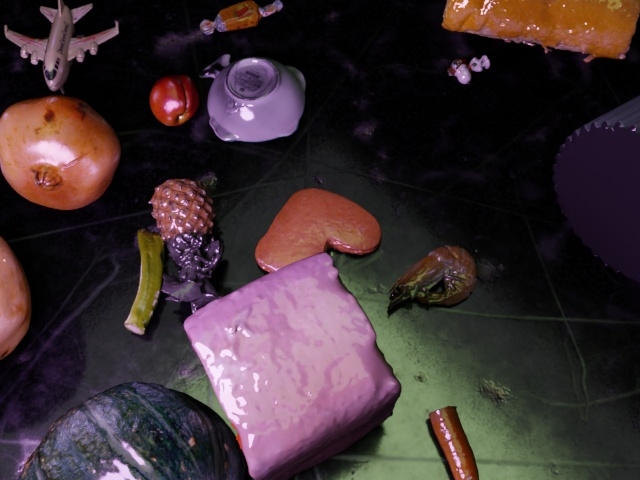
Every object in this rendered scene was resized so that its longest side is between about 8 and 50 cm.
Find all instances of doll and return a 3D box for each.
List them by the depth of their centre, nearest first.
[{"bbox_3d":[0.301,-0.354,1.360,0.085,0.040,0.058,-43,83,-14],"label":"doll"}]

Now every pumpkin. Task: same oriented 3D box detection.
[{"bbox_3d":[-0.280,0.326,0.905,0.263,0.197,0.293,40,83,27],"label":"pumpkin"}]

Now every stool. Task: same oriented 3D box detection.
[{"bbox_3d":[0.614,-0.133,1.111,0.330,0.297,0.297,-31,67,-19],"label":"stool"}]

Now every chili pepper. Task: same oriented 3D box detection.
[{"bbox_3d":[-0.298,0.064,1.155,0.051,0.050,0.202,20,56,-31],"label":"chili pepper"}]

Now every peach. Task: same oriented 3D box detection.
[{"bbox_3d":[-0.286,-0.276,1.298,0.100,0.101,0.101,0,63,1],"label":"peach"}]

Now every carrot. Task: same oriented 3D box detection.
[{"bbox_3d":[0.211,0.323,1.017,0.048,0.048,0.139,-17,67,-8],"label":"carrot"}]

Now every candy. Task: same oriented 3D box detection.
[{"bbox_3d":[-0.168,-0.476,1.424,0.182,0.046,0.053,-17,67,-2],"label":"candy"}]

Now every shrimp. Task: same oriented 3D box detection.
[{"bbox_3d":[0.192,0.075,1.150,0.180,0.041,0.099,-28,81,-14],"label":"shrimp"}]

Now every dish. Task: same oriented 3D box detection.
[{"bbox_3d":[-0.140,-0.304,1.318,0.246,0.078,0.224,41,72,19],"label":"dish"}]

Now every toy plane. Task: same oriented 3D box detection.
[{"bbox_3d":[-0.528,-0.394,1.362,0.228,0.092,0.244,-4,64,-4],"label":"toy plane"}]

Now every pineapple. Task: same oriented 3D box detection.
[{"bbox_3d":[-0.224,0.016,1.145,0.119,0.111,0.237,-21,68,11],"label":"pineapple"}]

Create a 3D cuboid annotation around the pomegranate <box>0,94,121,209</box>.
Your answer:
[{"bbox_3d":[-0.464,-0.155,1.181,0.209,0.209,0.209,0,63,1],"label":"pomegranate"}]

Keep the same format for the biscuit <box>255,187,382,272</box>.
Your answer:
[{"bbox_3d":[0.000,0.000,1.187,0.186,0.036,0.192,28,68,12],"label":"biscuit"}]

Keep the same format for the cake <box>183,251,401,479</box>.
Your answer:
[{"bbox_3d":[-0.039,0.189,0.946,0.230,0.309,0.237,-28,69,-10],"label":"cake"}]

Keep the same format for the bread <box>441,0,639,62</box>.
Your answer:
[{"bbox_3d":[0.450,-0.498,1.360,0.375,0.165,0.237,12,66,5],"label":"bread"}]

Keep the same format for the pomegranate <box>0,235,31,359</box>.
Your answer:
[{"bbox_3d":[-0.596,0.093,1.024,0.307,0.307,0.307,0,63,1],"label":"pomegranate"}]
